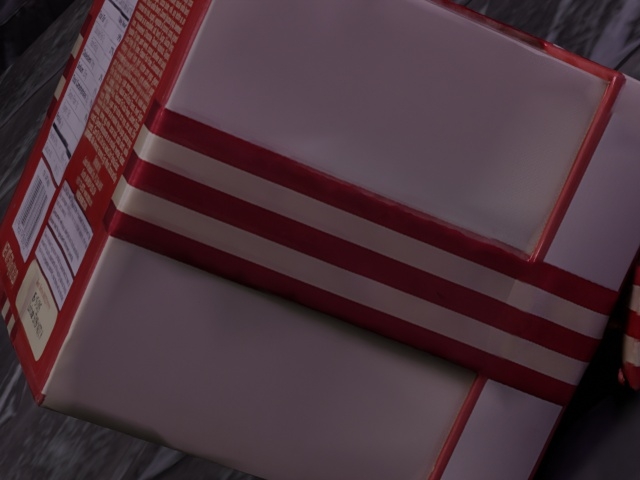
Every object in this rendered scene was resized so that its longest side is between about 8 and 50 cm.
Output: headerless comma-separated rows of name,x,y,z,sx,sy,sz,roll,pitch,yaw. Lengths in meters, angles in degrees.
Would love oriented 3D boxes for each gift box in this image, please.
gift box,0.000,0.000,0.898,0.276,0.258,0.255,-65,20,13
